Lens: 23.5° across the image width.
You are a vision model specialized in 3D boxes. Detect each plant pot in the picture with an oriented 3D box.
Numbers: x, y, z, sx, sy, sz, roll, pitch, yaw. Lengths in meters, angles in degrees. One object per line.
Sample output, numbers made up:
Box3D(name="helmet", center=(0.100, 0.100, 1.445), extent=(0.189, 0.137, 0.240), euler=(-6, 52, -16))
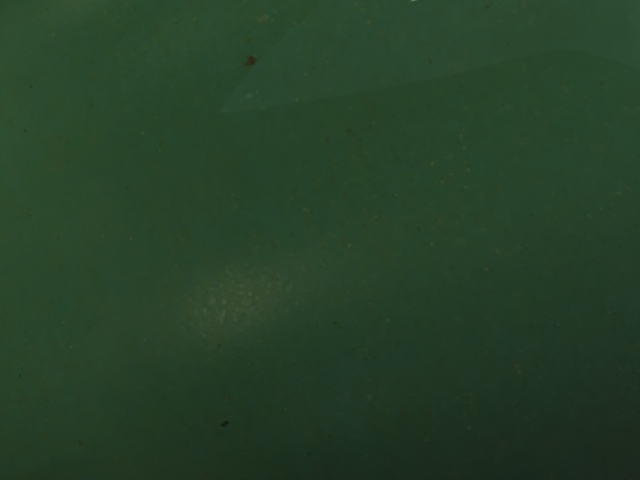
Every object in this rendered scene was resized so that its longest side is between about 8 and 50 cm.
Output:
Box3D(name="plant pot", center=(0.000, 0.000, 0.501), extent=(0.235, 0.293, 0.293), euler=(-21, 42, 5))
